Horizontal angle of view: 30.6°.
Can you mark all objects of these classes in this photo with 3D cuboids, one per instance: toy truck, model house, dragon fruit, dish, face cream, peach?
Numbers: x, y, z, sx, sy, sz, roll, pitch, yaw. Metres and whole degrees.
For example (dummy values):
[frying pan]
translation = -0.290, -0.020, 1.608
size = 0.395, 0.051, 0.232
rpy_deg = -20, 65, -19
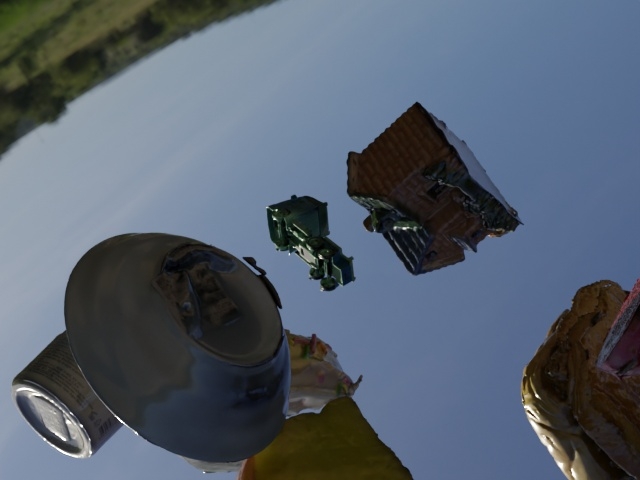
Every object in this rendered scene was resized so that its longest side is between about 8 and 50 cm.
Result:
[toy truck]
translation = 0.000, 0.000, 1.597
size = 0.081, 0.067, 0.175
rpy_deg = -25, -141, -25
[model house]
translation = 0.123, -0.054, 1.485
size = 0.172, 0.183, 0.166
rpy_deg = -38, -129, 13
[dragon fruit]
translation = 0.388, 0.101, 1.304
size = 0.153, 0.110, 0.153
rpy_deg = -63, 172, -16
[dish]
translation = -0.136, 0.097, 1.362
size = 0.106, 0.316, 0.316
rpy_deg = -43, -174, 34
[face cream]
translation = -0.378, 0.235, 1.852
size = 0.177, 0.177, 0.153
rpy_deg = -14, -154, 50
[peach]
translation = 0.039, 0.415, 1.409
size = 0.242, 0.306, 0.380
rpy_deg = -25, -128, -24

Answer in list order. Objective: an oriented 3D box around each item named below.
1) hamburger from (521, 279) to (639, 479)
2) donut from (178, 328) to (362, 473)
[hamburger]
translation = 0.412, 0.210, 1.664
size = 0.158, 0.319, 0.318
rpy_deg = -27, -166, 38
[donut]
translation = -0.142, 0.291, 2.154
size = 0.371, 0.307, 0.150
rpy_deg = -41, -130, 34
